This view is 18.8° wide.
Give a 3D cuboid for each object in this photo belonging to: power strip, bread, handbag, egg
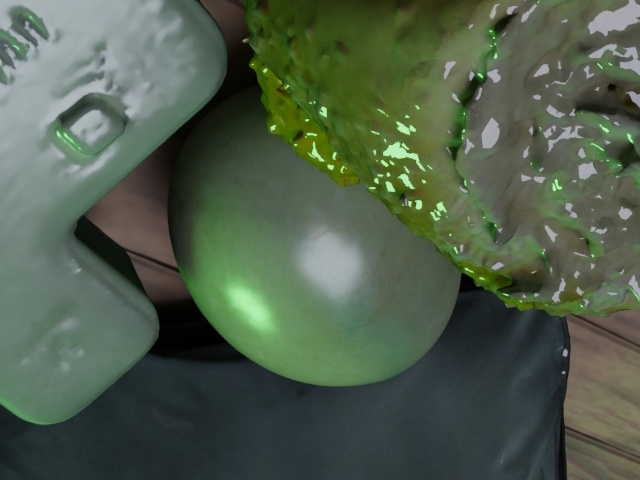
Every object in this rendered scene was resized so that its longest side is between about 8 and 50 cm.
[{"bbox_3d":[-0.144,-0.006,0.723,0.265,0.059,0.193,-41,127,8],"label":"power strip"},{"bbox_3d":[0.068,-0.077,0.668,0.195,0.246,0.176,23,113,-39],"label":"bread"},{"bbox_3d":[-0.024,0.119,0.870,0.332,0.075,0.191,-5,95,-26],"label":"handbag"},{"bbox_3d":[0.000,0.000,0.794,0.114,0.114,0.152,-34,131,2],"label":"egg"}]
